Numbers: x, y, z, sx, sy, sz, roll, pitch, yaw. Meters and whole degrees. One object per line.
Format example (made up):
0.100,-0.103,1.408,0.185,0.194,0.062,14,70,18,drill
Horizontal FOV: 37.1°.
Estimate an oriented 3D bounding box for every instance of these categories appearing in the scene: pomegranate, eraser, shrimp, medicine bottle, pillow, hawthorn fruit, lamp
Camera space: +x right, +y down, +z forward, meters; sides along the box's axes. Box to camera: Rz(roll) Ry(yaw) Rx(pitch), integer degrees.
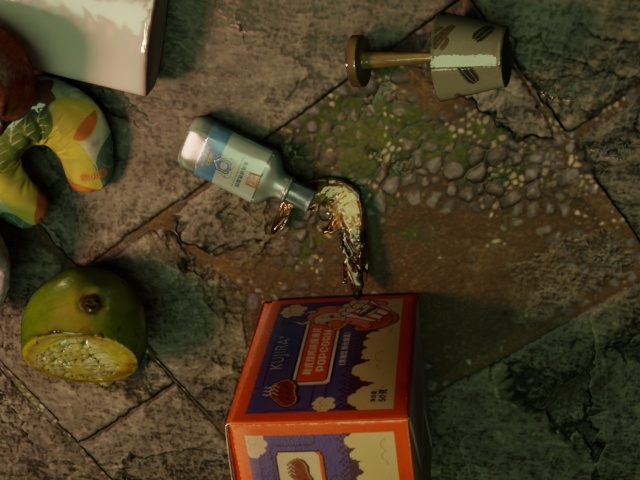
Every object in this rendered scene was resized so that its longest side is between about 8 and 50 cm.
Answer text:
-0.354,0.136,1.517,0.189,0.159,0.241,-17,140,23,pomegranate
-0.356,-0.316,1.331,0.270,0.095,0.174,14,122,2,eraser
-0.001,0.001,1.458,0.147,0.035,0.195,-6,104,7,shrimp
-0.105,-0.105,1.410,0.208,0.054,0.090,27,114,2,medicine bottle
-0.424,-0.137,1.421,0.233,0.086,0.214,-27,121,3,pillow
-0.470,-0.219,1.273,0.172,0.173,0.173,3,115,6,hawthorn fruit
0.146,-0.246,1.286,0.214,0.121,0.121,2,116,22,lamp

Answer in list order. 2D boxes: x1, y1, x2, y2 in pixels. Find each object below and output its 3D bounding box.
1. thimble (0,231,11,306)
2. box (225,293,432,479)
-0.590,0.033,1.451,0.217,0.157,0.246,-10,134,-22,thimble
0.028,0.297,1.423,0.256,0.349,0.319,-5,115,10,box
